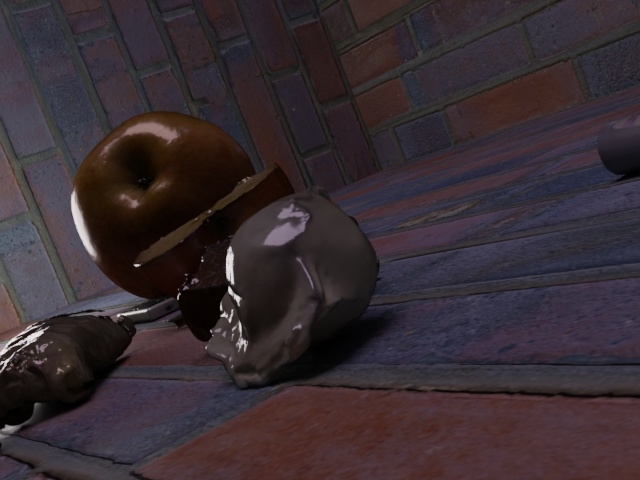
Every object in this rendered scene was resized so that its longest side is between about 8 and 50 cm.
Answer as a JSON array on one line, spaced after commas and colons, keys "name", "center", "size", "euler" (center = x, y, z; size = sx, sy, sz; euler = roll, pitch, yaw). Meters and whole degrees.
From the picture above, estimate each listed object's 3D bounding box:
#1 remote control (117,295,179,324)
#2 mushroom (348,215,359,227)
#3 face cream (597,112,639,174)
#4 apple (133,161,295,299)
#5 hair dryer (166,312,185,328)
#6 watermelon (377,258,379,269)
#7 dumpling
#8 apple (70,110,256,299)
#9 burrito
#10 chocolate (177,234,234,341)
[{"name": "remote control", "center": [-0.334, 0.135, 1.838], "size": [0.087, 0.029, 0.190], "euler": [-24, 5, -31]}, {"name": "mushroom", "center": [0.005, 0.005, 1.487], "size": [0.126, 0.085, 0.109], "euler": [-21, 48, 36]}, {"name": "face cream", "center": [0.477, -0.144, 1.145], "size": [0.107, 0.073, 0.269], "euler": [-35, 14, -37]}, {"name": "apple", "center": [-0.147, 0.015, 1.574], "size": [0.293, 0.163, 0.251], "euler": [-37, 12, -5]}, {"name": "hair dryer", "center": [-0.129, 0.085, 1.365], "size": [0.267, 0.092, 0.229], "euler": [-40, 13, 8]}, {"name": "watermelon", "center": [-0.002, 0.054, 1.250], "size": [0.158, 0.121, 0.098], "euler": [32, 56, 26]}, {"name": "dumpling", "center": [-0.038, 0.045, 0.928], "size": [0.193, 0.147, 0.258], "euler": [-39, 24, 28]}, {"name": "apple", "center": [-0.320, -0.078, 1.936], "size": [0.391, 0.392, 0.346], "euler": [-21, -25, 10]}, {"name": "burrito", "center": [-0.371, 0.168, 1.273], "size": [0.175, 0.107, 0.348], "euler": [-8, 8, 2]}, {"name": "chocolate", "center": [-0.055, 0.047, 1.142], "size": [0.214, 0.093, 0.148], "euler": [-11, 25, 20]}]
